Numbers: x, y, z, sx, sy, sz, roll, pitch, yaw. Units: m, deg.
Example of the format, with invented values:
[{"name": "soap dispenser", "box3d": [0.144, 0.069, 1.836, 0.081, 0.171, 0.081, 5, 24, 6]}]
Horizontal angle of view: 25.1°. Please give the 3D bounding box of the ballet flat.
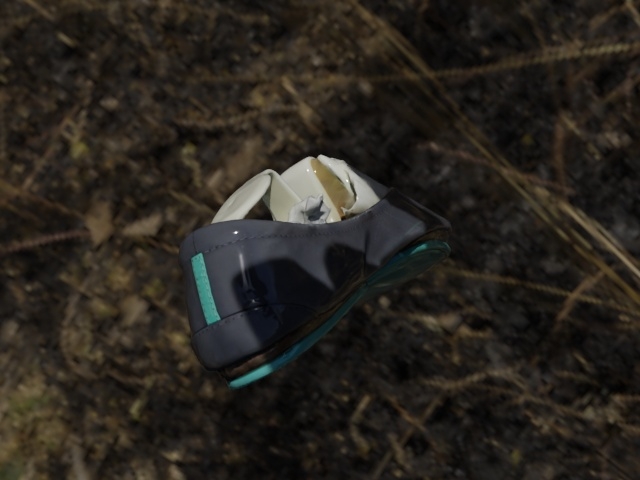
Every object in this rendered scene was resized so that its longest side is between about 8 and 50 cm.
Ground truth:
[{"name": "ballet flat", "box3d": [0.000, 0.000, 0.580, 0.074, 0.203, 0.074, 4, 102, 22]}]
